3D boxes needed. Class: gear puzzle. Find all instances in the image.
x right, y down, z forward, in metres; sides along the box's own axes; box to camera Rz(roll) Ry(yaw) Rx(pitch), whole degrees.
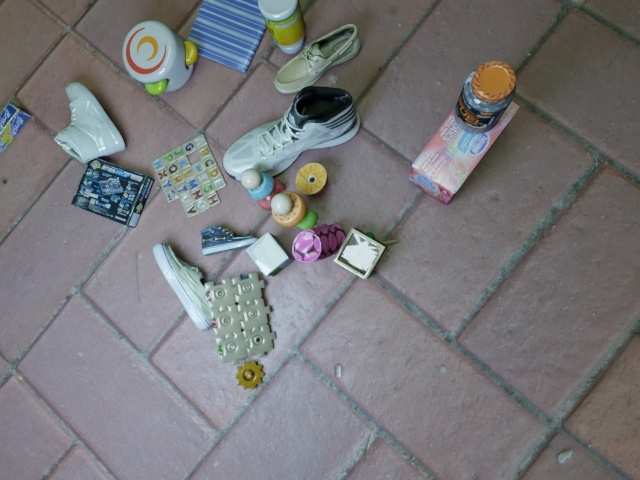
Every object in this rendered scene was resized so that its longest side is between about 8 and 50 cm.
[{"bbox_3d":[-0.227,0.270,1.264,0.175,0.044,0.339,-12,89,-18],"label":"gear puzzle"}]

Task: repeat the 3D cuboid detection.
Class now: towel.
[{"bbox_3d":[-0.286,-0.748,1.426,0.243,0.040,0.336,24,88,9],"label":"towel"}]

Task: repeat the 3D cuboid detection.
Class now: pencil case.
[{"bbox_3d":[0.000,0.000,1.193,0.095,0.209,0.098,27,108,15],"label":"pencil case"}]

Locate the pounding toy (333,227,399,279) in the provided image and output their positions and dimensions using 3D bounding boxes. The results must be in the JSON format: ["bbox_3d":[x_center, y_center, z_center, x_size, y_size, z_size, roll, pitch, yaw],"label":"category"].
[{"bbox_3d":[0.135,0.028,1.238,0.130,0.100,0.141,31,98,11],"label":"pounding toy"}]

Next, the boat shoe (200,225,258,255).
[{"bbox_3d":[-0.281,-0.011,1.307,0.183,0.065,0.083,-11,82,7],"label":"boat shoe"}]

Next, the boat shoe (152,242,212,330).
[{"bbox_3d":[-0.399,0.128,1.299,0.094,0.109,0.302,-32,88,-13],"label":"boat shoe"}]

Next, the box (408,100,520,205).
[{"bbox_3d":[0.394,-0.268,1.201,0.142,0.154,0.300,37,88,11],"label":"box"}]

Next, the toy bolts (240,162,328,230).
[{"bbox_3d":[-0.112,-0.159,1.228,0.228,0.158,0.218,22,84,28],"label":"toy bolts"}]

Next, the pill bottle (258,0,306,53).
[{"bbox_3d":[-0.108,-0.665,1.296,0.117,0.208,0.118,-1,83,7],"label":"pill bottle"}]

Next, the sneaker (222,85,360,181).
[{"bbox_3d":[-0.109,-0.325,1.226,0.447,0.257,0.169,-23,80,5],"label":"sneaker"}]

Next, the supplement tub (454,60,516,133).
[{"bbox_3d":[0.398,-0.344,1.037,0.117,0.190,0.117,-1,82,9],"label":"supplement tub"}]

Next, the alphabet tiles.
[{"bbox_3d":[-0.420,-0.200,1.381,0.198,0.009,0.237,-27,79,4],"label":"alphabet tiles"}]

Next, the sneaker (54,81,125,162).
[{"bbox_3d":[-0.787,-0.382,1.376,0.169,0.108,0.292,-33,78,-31],"label":"sneaker"}]

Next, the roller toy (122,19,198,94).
[{"bbox_3d":[-0.514,-0.588,1.374,0.191,0.146,0.209,42,101,9],"label":"roller toy"}]

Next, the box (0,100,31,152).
[{"bbox_3d":[-1.087,-0.390,1.475,0.054,0.059,0.169,36,89,9],"label":"box"}]

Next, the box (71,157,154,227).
[{"bbox_3d":[-0.676,-0.158,1.390,0.220,0.051,0.175,19,85,10],"label":"box"}]

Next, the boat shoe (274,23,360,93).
[{"bbox_3d":[-0.016,-0.569,1.326,0.302,0.098,0.109,-28,80,4],"label":"boat shoe"}]

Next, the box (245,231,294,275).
[{"bbox_3d":[-0.147,0.043,1.262,0.087,0.101,0.102,-40,81,1],"label":"box"}]
